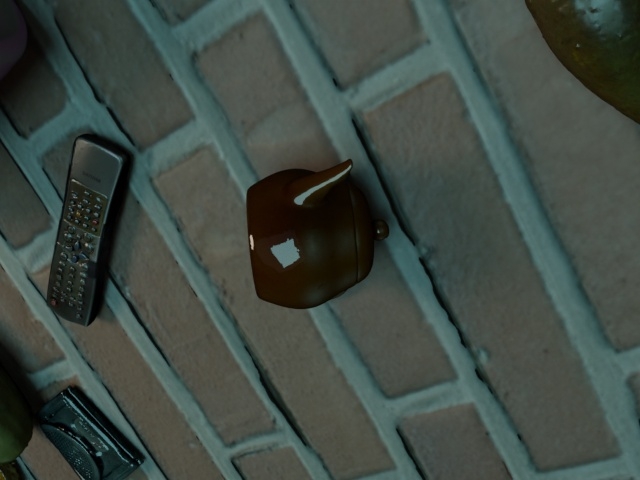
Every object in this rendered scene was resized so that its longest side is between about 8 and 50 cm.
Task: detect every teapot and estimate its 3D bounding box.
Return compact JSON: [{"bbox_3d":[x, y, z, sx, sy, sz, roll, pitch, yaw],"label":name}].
[{"bbox_3d":[0.000,0.000,0.487,0.116,0.116,0.173,15,144,13],"label":"teapot"}]

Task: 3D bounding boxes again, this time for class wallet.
[{"bbox_3d":[-0.281,0.241,0.731,0.088,0.026,0.129,-39,96,29],"label":"wallet"}]

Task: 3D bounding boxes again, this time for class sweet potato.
[{"bbox_3d":[0.180,-0.134,0.372,0.077,0.077,0.243,-33,98,29],"label":"sweet potato"}]

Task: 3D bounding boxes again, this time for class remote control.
[{"bbox_3d":[-0.232,-0.004,0.605,0.059,0.028,0.212,26,119,3],"label":"remote control"}]

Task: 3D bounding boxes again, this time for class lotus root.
[{"bbox_3d":[-0.403,0.177,0.708,0.182,0.077,0.090,61,160,-16],"label":"lotus root"}]

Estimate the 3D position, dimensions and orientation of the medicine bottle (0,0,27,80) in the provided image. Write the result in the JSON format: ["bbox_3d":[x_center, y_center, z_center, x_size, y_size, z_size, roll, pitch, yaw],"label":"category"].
[{"bbox_3d":[-0.402,-0.125,0.502,0.291,0.178,0.178,-36,97,19],"label":"medicine bottle"}]

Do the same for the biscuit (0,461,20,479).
[{"bbox_3d":[-0.487,0.261,0.814,0.126,0.025,0.206,-27,101,27],"label":"biscuit"}]
